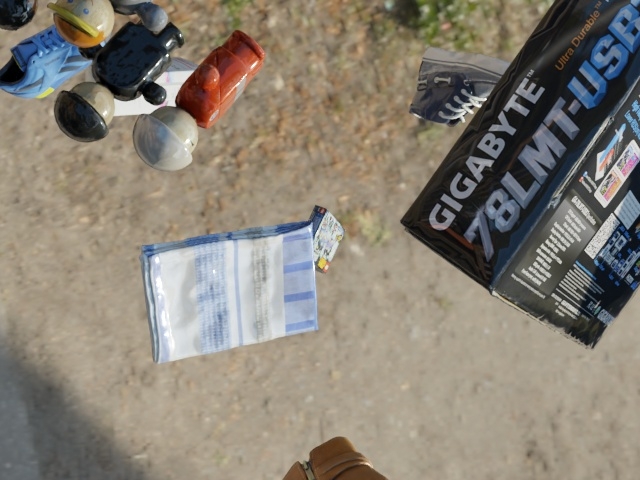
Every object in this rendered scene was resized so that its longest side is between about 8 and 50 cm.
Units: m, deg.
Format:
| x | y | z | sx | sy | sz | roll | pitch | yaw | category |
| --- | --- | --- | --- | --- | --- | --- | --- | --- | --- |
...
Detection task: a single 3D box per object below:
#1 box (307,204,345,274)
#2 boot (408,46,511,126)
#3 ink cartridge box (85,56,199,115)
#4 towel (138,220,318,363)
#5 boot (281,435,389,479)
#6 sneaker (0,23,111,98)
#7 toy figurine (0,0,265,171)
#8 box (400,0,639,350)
| x | y | z | sx | sy | sz | roll | pitch | yaw | category |
| --- | --- | --- | --- | --- | --- | --- | --- | --- | --- |
| 0.000 | 0.000 | 2.173 | 0.094 | 0.027 | 0.137 | -65 | 160 | -7 | box |
| 0.172 | -0.168 | 1.385 | 0.069 | 0.190 | 0.086 | 14 | 96 | -28 | boot |
| -0.248 | -0.239 | 1.851 | 0.198 | 0.115 | 0.067 | -7 | 111 | -29 | ink cartridge box |
| -0.140 | 0.081 | 1.906 | 0.284 | 0.034 | 0.209 | -10 | 116 | -17 | towel |
| -0.026 | 0.392 | 1.564 | 0.283 | 0.220 | 0.109 | -40 | 129 | 1 | boot |
| -0.379 | -0.268 | 1.702 | 0.082 | 0.209 | 0.069 | 5 | 58 | -55 | sneaker |
| -0.181 | -0.178 | 1.063 | 0.148 | 0.213 | 0.209 | -49 | 134 | -16 | toy figurine |
| 0.199 | -0.082 | 0.729 | 0.293 | 0.073 | 0.295 | -56 | 155 | 4 | box |
